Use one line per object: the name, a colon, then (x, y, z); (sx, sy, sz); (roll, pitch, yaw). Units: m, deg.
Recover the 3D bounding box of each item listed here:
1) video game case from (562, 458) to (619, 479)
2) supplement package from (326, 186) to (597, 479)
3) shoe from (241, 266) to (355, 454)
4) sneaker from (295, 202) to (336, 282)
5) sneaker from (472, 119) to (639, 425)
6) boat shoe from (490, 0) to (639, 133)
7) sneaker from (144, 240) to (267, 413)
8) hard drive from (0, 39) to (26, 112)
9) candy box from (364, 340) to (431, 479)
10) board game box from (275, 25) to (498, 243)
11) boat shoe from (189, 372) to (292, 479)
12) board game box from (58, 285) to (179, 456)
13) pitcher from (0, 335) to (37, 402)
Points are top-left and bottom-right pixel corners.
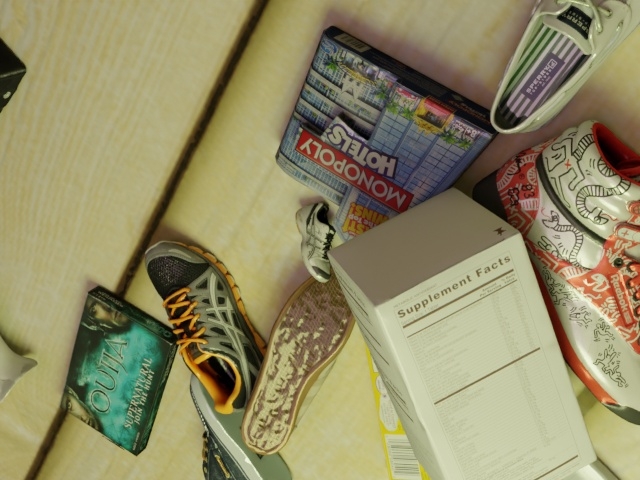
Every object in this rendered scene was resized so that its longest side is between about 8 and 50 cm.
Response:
video game case: (0.232, 0.281, 1.009); (0.190, 0.022, 0.173); (45, 122, 4)
supplement package: (0.124, 0.100, 0.866); (0.139, 0.134, 0.244); (-26, 114, -7)
shoe: (-0.023, 0.122, 1.042); (0.076, 0.058, 0.219); (28, 100, 3)
sneaker: (0.000, 0.000, 0.994); (0.037, 0.032, 0.083); (-23, 71, 25)
sneaker: (0.261, 0.027, 0.852); (0.145, 0.090, 0.270); (-35, 89, 35)
boat shoe: (0.214, -0.177, 0.803); (0.083, 0.076, 0.226); (32, 120, 12)
sneaker: (-0.127, 0.095, 1.081); (0.084, 0.083, 0.215); (-36, 90, 34)
hard drive: (-0.521, -0.170, 1.188); (0.237, 0.064, 0.339); (48, 124, 3)
candy box: (0.107, 0.168, 1.009); (0.105, 0.027, 0.206); (-5, 100, 29)
board game box: (0.047, -0.072, 0.940); (0.194, 0.060, 0.194); (31, 120, 13)
boat shoe: (-0.114, 0.234, 1.139); (0.083, 0.065, 0.183); (-28, 96, 31)
board game box: (-0.248, 0.161, 1.201); (0.126, 0.026, 0.186); (28, 120, 14)
pitcher: (-0.483, 0.128, 1.262); (0.207, 0.125, 0.177); (46, 139, -10)
